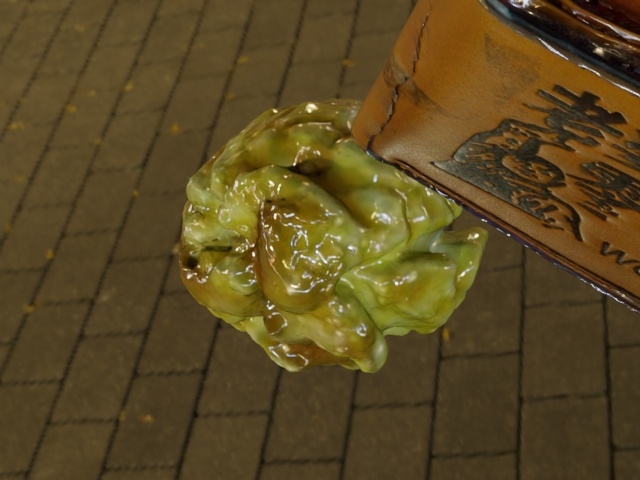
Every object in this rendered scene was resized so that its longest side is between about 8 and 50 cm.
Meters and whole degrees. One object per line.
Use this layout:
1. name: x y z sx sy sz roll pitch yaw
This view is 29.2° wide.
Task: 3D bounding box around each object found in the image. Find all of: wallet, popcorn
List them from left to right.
1. popcorn: 0.000 -0.003 1.150 0.282 0.282 0.247 15 51 33
2. wallet: 0.110 -0.020 0.407 0.196 0.161 0.042 27 69 -1
